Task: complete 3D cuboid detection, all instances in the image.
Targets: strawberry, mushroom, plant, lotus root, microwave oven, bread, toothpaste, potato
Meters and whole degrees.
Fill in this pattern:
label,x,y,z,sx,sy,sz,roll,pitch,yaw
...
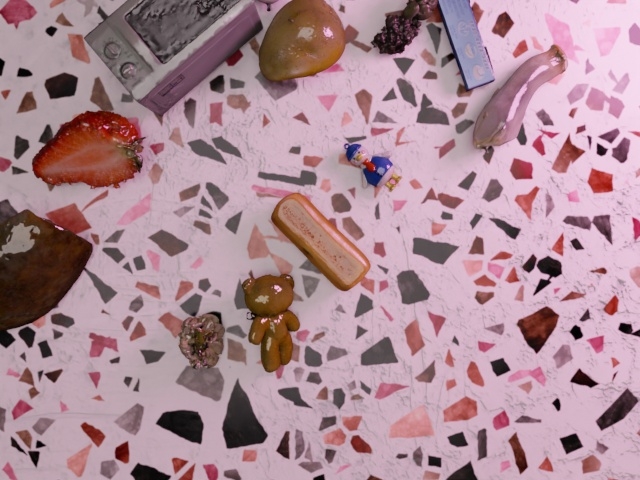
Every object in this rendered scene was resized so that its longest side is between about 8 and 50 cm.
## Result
label,x,y,z,sx,sy,sz,roll,pitch,yaw
strawberry,-0.478,-0.202,1.673,0.235,0.107,0.175,8,129,0
mushroom,0.417,-0.300,1.681,0.096,0.099,0.278,37,88,-8
plant,0.182,-0.458,1.668,0.085,0.087,0.174,34,102,-34
lotus root,-0.642,0.070,1.657,0.210,0.142,0.314,44,93,-4
microwave oven,-0.288,-0.420,1.591,0.295,0.237,0.181,-41,91,2
bread,0.000,0.000,1.696,0.092,0.074,0.239,-44,92,3
plant,-0.247,0.213,1.683,0.104,0.122,0.117,-16,86,-11
toothpaste,0.296,-0.456,1.693,0.066,0.053,0.272,-20,93,4
potato,-0.046,-0.409,1.653,0.194,0.157,0.157,-36,93,14

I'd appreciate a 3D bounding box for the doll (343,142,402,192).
label,x,y,z,sx,sy,sz,roll,pitch,yaw
doll,0.107,-0.162,1.702,0.143,0.057,0.099,39,106,3

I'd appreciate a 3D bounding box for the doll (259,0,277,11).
label,x,y,z,sx,sy,sz,roll,pitch,yaw
doll,-0.055,-0.612,1.649,0.271,0.144,0.208,-21,113,3

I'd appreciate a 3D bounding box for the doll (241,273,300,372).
label,x,y,z,sx,sy,sz,roll,pitch,yaw
doll,-0.110,0.173,1.699,0.137,0.097,0.210,-10,102,-38
